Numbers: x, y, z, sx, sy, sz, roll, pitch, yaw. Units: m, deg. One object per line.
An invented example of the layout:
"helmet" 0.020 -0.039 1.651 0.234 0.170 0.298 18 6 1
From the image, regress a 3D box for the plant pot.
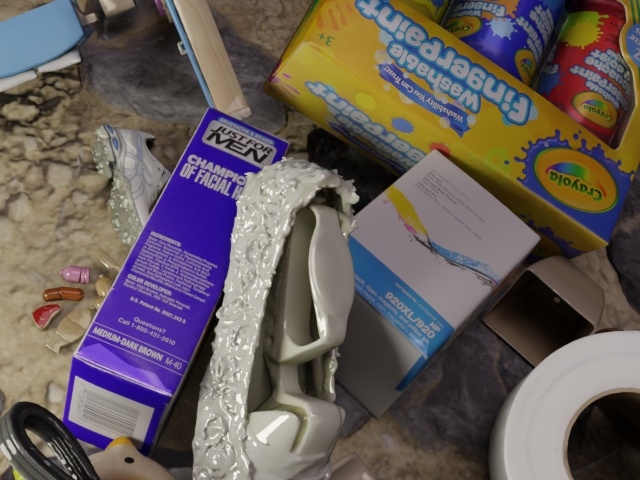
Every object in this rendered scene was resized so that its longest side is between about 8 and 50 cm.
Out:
"plant pot" 0.288 0.081 1.266 0.109 0.109 0.096 42 43 11

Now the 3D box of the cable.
"cable" -0.170 0.259 0.860 0.287 0.072 0.139 36 26 -8

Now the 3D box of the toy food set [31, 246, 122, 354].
"toy food set" -0.271 0.066 1.136 0.078 0.019 0.122 42 62 11

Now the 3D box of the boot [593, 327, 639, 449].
"boot" 0.481 0.192 1.255 0.220 0.109 0.283 -24 62 -35

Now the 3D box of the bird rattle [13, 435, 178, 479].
"bird rattle" -0.182 0.285 0.934 0.253 0.143 0.207 40 37 6

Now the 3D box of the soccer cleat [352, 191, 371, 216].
"soccer cleat" 0.000 0.000 1.240 0.179 0.060 0.072 -30 52 -25

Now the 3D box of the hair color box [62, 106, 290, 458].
"hair color box" -0.150 0.045 1.087 0.110 0.185 0.339 23 54 -3

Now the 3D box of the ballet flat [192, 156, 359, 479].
"ballet flat" -0.034 0.117 0.969 0.147 0.147 0.408 6 84 -15

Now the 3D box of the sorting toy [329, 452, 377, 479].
"sorting toy" 0.031 0.343 1.042 0.193 0.038 0.208 -28 71 -32

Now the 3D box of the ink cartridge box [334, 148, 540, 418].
"ink cartridge box" 0.101 0.047 1.178 0.168 0.171 0.233 42 56 11

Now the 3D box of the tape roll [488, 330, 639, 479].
"tape roll" 0.306 0.228 1.075 0.246 0.169 0.246 -1 76 4

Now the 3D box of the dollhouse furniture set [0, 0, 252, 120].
"dollhouse furniture set" -0.270 -0.203 1.266 0.303 0.286 0.198 -22 105 -4

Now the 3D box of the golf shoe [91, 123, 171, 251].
"golf shoe" -0.212 -0.066 1.215 0.086 0.069 0.176 -5 60 -28

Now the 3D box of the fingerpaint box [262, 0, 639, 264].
"fingerpaint box" 0.213 -0.239 1.310 0.445 0.163 0.371 32 67 -11
